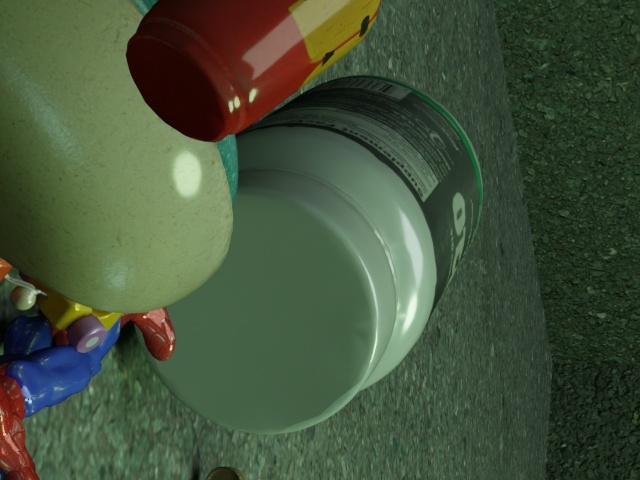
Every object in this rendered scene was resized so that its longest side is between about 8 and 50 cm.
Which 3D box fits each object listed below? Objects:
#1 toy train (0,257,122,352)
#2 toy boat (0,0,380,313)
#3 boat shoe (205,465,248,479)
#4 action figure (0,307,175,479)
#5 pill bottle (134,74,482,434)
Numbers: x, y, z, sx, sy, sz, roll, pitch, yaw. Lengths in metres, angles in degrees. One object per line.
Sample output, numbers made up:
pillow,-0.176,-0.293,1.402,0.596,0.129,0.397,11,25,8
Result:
toy train,-0.144,-0.007,0.747,0.125,0.046,0.166,41,17,-2
toy boat,-0.078,-0.091,0.568,0.148,0.318,0.267,-47,118,-29
boat shoe,-0.080,0.229,1.063,0.045,0.050,0.135,71,22,-61
action figure,-0.151,0.111,0.733,0.280,0.091,0.139,-23,102,-74
pill bottle,0.000,0.000,1.086,0.361,0.204,0.204,-47,133,-68
